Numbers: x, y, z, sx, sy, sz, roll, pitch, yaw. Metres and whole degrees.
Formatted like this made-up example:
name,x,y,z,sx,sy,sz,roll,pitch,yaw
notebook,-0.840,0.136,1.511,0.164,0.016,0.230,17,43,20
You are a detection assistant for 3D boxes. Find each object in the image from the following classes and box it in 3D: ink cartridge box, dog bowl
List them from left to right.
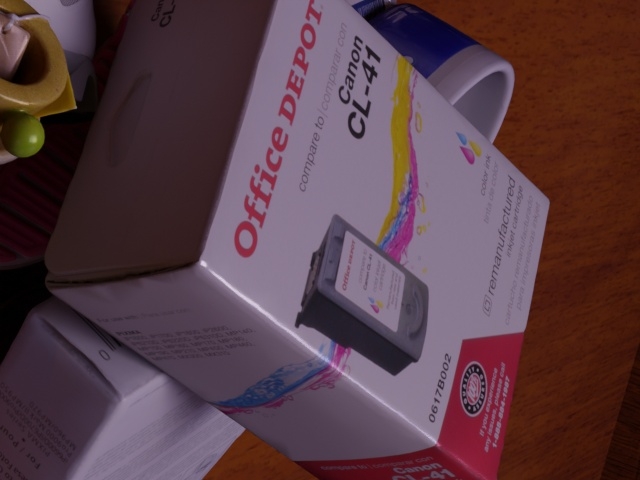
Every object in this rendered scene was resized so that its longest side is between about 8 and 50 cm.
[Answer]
name,x,y,z,sx,sy,sz,roll,pitch,yaw
ink cartridge box,-0.146,0.136,1.372,0.308,0.091,0.385,-32,164,-50
ink cartridge box,0.000,0.000,1.194,0.306,0.131,0.226,40,54,-42
dog bowl,0.051,-0.067,1.644,0.265,0.104,0.265,-50,164,-19

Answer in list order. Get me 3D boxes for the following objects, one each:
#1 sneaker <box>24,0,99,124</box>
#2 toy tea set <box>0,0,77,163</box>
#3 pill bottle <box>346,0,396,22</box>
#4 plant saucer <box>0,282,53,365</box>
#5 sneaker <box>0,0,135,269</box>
name,x,y,z,sx,sy,sz,roll,pitch,yaw
sneaker,-0.228,-0.163,1.047,0.330,0.122,0.146,18,76,-68
toy tea set,-0.200,-0.203,0.882,0.200,0.336,0.124,11,142,-44
pill bottle,0.016,-0.192,1.606,0.120,0.067,0.067,-33,136,-56
plant saucer,-0.227,0.119,1.337,0.198,0.036,0.199,-47,147,-43
sneaker,-0.149,-0.066,1.284,0.252,0.103,0.111,-43,175,-21
